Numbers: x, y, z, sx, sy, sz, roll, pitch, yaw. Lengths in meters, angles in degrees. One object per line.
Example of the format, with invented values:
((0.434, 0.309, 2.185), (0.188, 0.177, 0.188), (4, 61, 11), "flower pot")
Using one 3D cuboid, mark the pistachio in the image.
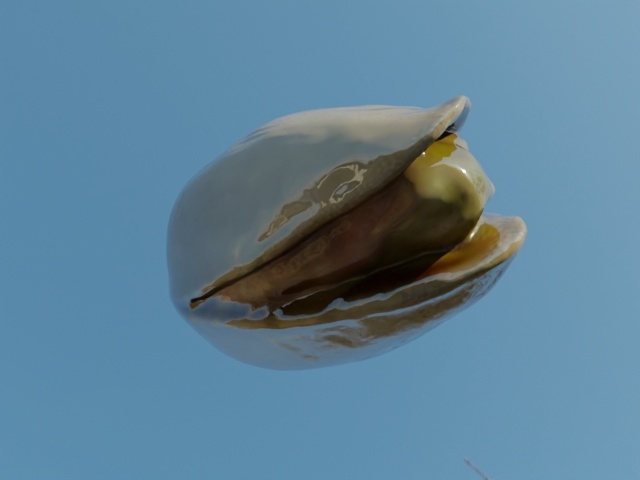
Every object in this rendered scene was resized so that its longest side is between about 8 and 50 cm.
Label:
((0.000, 0.000, 0.420), (0.144, 0.143, 0.215), (37, -31, -22), "pistachio")
